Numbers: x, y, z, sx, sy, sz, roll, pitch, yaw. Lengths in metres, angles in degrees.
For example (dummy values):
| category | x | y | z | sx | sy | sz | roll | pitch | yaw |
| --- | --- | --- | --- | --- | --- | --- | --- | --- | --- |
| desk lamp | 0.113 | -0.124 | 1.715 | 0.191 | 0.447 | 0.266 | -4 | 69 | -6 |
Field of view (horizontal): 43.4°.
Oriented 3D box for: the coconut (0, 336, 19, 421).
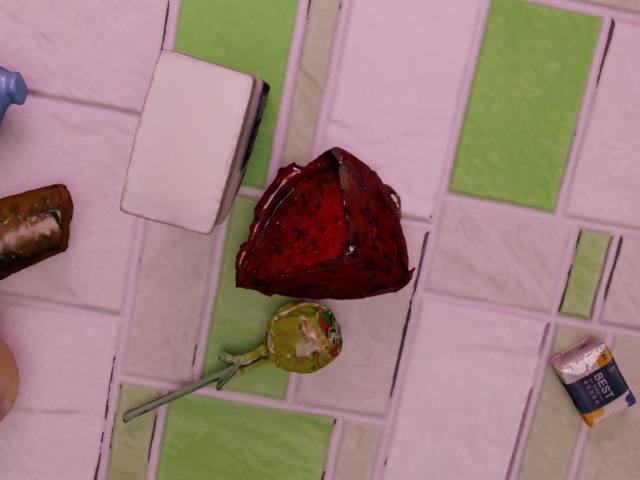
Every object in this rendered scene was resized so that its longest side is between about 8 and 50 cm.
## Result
| category | x | y | z | sx | sy | sz | roll | pitch | yaw |
| --- | --- | --- | --- | --- | --- | --- | --- | --- | --- |
| coconut | -0.388 | 0.137 | 0.806 | 0.147 | 0.153 | 0.147 | -3 | 62 | 6 |

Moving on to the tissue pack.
| category | x | y | z | sx | sy | sz | roll | pitch | yaw |
| --- | --- | --- | --- | --- | --- | --- | --- | --- | --- |
| tissue pack | 0.300 | 0.155 | 0.888 | 0.062 | 0.042 | 0.083 | -30 | 101 | 6 |

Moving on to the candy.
| category | x | y | z | sx | sy | sz | roll | pitch | yaw |
| --- | --- | --- | --- | --- | --- | --- | --- | --- | --- |
| candy | -0.099 | 0.140 | 0.865 | 0.262 | 0.073 | 0.077 | -25 | 83 | 10 |

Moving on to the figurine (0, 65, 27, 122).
| category | x | y | z | sx | sy | sz | roll | pitch | yaw |
| --- | --- | --- | --- | --- | --- | --- | --- | --- | --- |
| figurine | -0.418 | -0.103 | 0.750 | 0.261 | 0.154 | 0.180 | 3 | 87 | 2 |

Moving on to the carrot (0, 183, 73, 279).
| category | x | y | z | sx | sy | sz | roll | pitch | yaw |
| --- | --- | --- | --- | --- | --- | --- | --- | --- | --- |
| carrot | -0.328 | 0.002 | 0.811 | 0.173 | 0.082 | 0.082 | -17 | 102 | 1 |

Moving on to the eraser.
| category | x | y | z | sx | sy | sz | roll | pitch | yaw |
| --- | --- | --- | --- | --- | --- | --- | --- | --- | --- |
| eraser | -0.099 | -0.091 | 0.699 | 0.081 | 0.279 | 0.124 | 17 | 99 | -5 |

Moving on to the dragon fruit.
| category | x | y | z | sx | sy | sz | roll | pitch | yaw |
| --- | --- | --- | --- | --- | --- | --- | --- | --- | --- |
| dragon fruit | 0.000 | -0.002 | 0.832 | 0.161 | 0.121 | 0.127 | -19 | 146 | 26 |
